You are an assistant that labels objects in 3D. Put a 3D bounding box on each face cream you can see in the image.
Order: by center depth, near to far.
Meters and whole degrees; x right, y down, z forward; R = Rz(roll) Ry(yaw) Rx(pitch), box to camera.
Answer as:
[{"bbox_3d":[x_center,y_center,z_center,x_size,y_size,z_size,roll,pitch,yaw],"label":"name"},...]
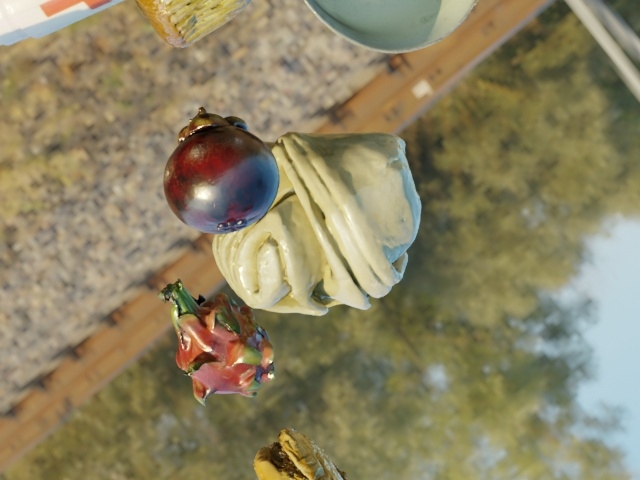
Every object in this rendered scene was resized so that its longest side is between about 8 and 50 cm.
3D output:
[{"bbox_3d":[-0.255,-0.299,1.754,0.345,0.102,0.102,-22,-178,11],"label":"face cream"}]

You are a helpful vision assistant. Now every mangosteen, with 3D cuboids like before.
[{"bbox_3d":[-0.106,-0.076,1.655,0.140,0.140,0.140,-38,179,-1],"label":"mangosteen"}]

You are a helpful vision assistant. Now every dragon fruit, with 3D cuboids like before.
[{"bbox_3d":[-0.154,0.142,2.265,0.135,0.137,0.236,-33,140,7],"label":"dragon fruit"}]

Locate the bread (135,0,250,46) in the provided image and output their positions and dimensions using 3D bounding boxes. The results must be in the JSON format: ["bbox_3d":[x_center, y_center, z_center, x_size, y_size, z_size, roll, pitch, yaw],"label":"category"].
[{"bbox_3d":[-0.212,-0.389,2.148,0.142,0.253,0.227,-36,-176,-1],"label":"bread"}]

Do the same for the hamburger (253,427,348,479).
[{"bbox_3d":[-0.016,0.306,2.016,0.083,0.138,0.147,-44,157,5],"label":"hamburger"}]

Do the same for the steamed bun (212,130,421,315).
[{"bbox_3d":[-0.001,-0.002,2.111,0.289,0.276,0.203,-8,-125,23],"label":"steamed bun"}]

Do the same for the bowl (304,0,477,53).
[{"bbox_3d":[0.065,-0.403,2.174,0.313,0.313,0.146,-38,-166,-18],"label":"bowl"}]
